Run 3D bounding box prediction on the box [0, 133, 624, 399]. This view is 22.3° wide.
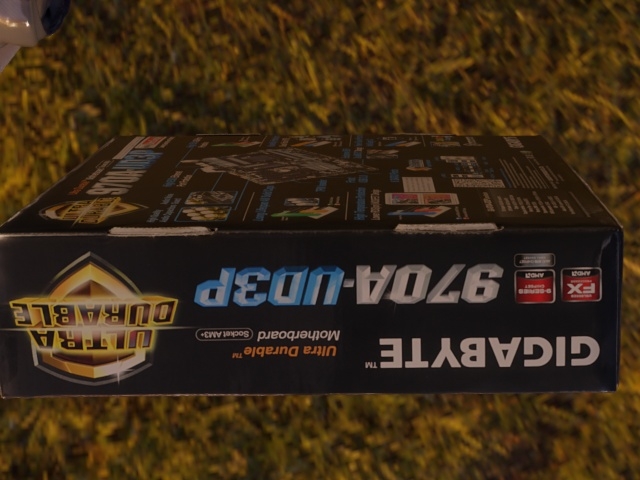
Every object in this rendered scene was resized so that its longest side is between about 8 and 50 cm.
[{"bbox_3d":[0.000,0.000,0.547,0.175,0.220,0.051,0,101,1],"label":"box"}]

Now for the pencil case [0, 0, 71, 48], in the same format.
[{"bbox_3d":[-0.231,-0.135,0.610,0.273,0.124,0.113,-1,129,-9],"label":"pencil case"}]

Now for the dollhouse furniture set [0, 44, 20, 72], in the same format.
[{"bbox_3d":[-0.190,-0.338,0.709,0.362,0.256,0.394,34,115,-20],"label":"dollhouse furniture set"}]
